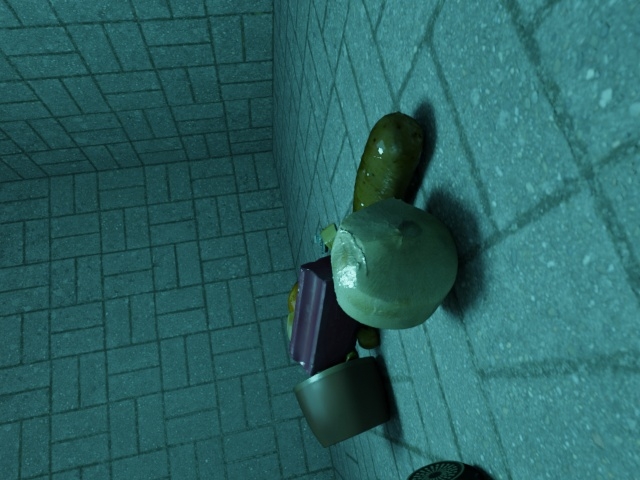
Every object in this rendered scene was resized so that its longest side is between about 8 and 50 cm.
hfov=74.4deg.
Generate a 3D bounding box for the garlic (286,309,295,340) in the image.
[{"bbox_3d":[-0.062,0.423,1.901,0.164,0.146,0.244,-112,-4,-59],"label":"garlic"}]

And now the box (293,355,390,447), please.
[{"bbox_3d":[0.084,0.540,1.411,0.301,0.301,0.216,102,147,-64],"label":"box"}]

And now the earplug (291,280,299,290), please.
[{"bbox_3d":[-0.052,0.386,2.437,0.185,0.185,0.323,-109,8,-46],"label":"earplug"}]

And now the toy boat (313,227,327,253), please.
[{"bbox_3d":[0.000,0.000,2.037,0.059,0.066,0.139,-108,14,-58],"label":"toy boat"}]

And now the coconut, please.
[{"bbox_3d":[0.137,0.039,0.826,0.247,0.245,0.244,97,161,-54],"label":"coconut"}]

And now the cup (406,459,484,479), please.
[{"bbox_3d":[0.266,0.529,0.791,0.223,0.169,0.176,-30,71,47],"label":"cup"}]

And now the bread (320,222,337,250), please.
[{"bbox_3d":[0.062,-0.004,1.823,0.109,0.080,0.084,41,-158,-43],"label":"bread"}]

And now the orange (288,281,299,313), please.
[{"bbox_3d":[-0.040,0.300,2.047,0.240,0.240,0.239,171,90,-80],"label":"orange"}]

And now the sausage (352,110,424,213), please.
[{"bbox_3d":[0.142,-0.083,1.002,0.136,0.123,0.500,41,150,27],"label":"sausage"}]

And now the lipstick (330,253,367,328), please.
[{"bbox_3d":[0.106,0.182,1.595,0.066,0.068,0.317,94,165,-50],"label":"lipstick"}]

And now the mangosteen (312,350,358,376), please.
[{"bbox_3d":[0.059,0.528,1.800,0.216,0.216,0.216,171,90,-80],"label":"mangosteen"}]

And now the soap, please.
[{"bbox_3d":[0.027,0.230,1.372,0.128,0.233,0.359,28,121,38],"label":"soap"}]

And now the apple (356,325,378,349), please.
[{"bbox_3d":[0.157,0.327,1.419,0.084,0.071,0.083,171,90,-81],"label":"apple"}]
